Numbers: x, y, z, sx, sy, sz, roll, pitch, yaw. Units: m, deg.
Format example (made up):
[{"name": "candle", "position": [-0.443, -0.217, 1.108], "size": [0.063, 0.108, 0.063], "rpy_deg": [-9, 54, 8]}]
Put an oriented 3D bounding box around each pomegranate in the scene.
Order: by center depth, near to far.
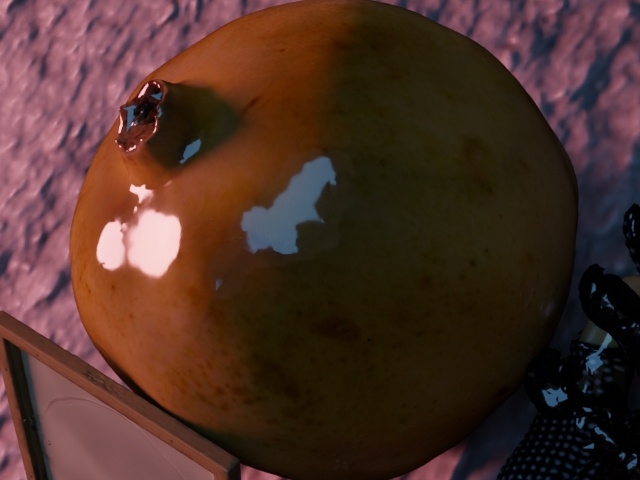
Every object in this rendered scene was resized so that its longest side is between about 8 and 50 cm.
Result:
[{"name": "pomegranate", "position": [0.003, 0.004, 0.533], "size": [0.233, 0.233, 0.233], "rpy_deg": [-7, 69, 17]}]

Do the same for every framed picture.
[{"name": "framed picture", "position": [-0.089, 0.134, 0.540], "size": [0.136, 0.201, 0.010], "rpy_deg": [26, 47, 26]}]

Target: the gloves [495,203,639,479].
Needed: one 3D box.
[{"name": "gloves", "position": [0.145, 0.072, 0.492], "size": [0.106, 0.129, 0.180], "rpy_deg": [33, 107, 20]}]
